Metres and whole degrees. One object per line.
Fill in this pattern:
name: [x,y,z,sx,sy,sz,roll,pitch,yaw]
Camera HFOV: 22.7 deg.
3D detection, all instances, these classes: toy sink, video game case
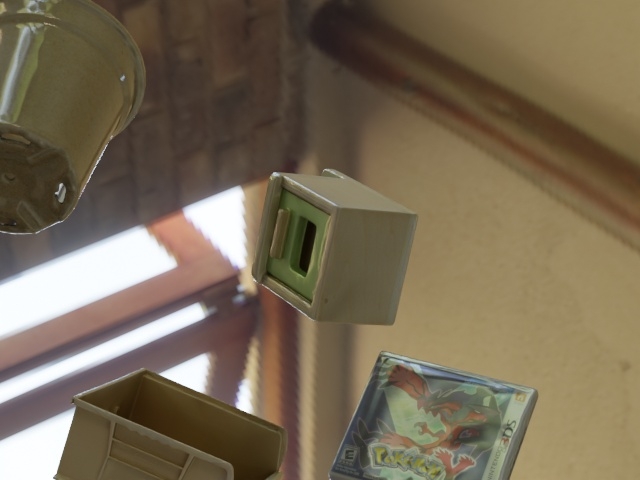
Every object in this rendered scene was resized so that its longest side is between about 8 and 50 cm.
toy sink: [0.000,0.000,2.072,0.234,0.131,0.152,34,-65,56]
video game case: [0.134,0.229,1.877,0.201,0.183,0.023,13,-35,19]

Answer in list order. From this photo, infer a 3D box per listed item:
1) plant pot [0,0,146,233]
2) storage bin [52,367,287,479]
plant pot: [-0.468,-0.186,2.565,0.305,0.334,0.333,-84,-178,-48]
storage bin: [-0.200,0.301,2.244,0.260,0.262,0.123,21,-81,12]
